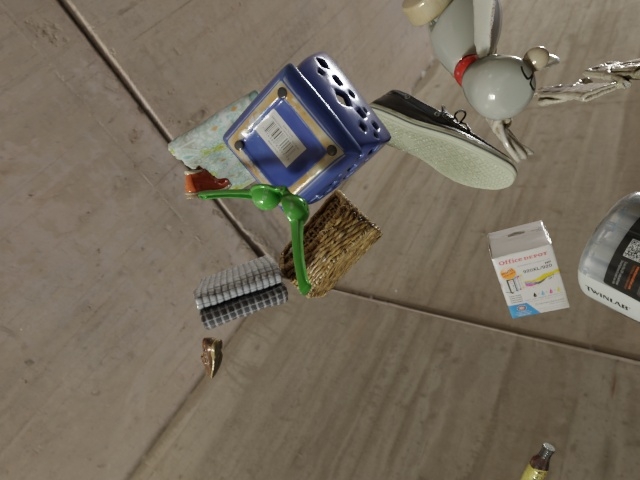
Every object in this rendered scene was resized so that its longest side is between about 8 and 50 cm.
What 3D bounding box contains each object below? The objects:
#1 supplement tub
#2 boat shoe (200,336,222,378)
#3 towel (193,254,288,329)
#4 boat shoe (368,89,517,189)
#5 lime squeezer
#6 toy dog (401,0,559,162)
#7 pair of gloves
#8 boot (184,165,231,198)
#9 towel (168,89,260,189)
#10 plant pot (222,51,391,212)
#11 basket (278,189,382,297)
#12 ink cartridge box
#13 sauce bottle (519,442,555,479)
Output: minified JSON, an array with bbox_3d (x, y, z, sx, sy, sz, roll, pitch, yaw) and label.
[{"bbox_3d":[0.586,0.071,0.591,0.207,0.338,0.206,-14,-59,-25],"label":"supplement tub"},{"bbox_3d":[-0.369,0.391,1.404,0.064,0.060,0.177,-58,-18,-55],"label":"boat shoe"},{"bbox_3d":[-0.226,0.144,1.168,0.235,0.284,0.121,-20,-83,-13],"label":"towel"},{"bbox_3d":[0.361,-0.317,1.256,0.156,0.501,0.186,-51,-22,-17],"label":"boat shoe"},{"bbox_3d":[-0.083,-0.041,0.677,0.059,0.310,0.109,21,-76,-54],"label":"lime squeezer"},{"bbox_3d":[0.244,-0.291,0.579,0.220,0.161,0.333,21,-139,-46],"label":"toy dog"},{"bbox_3d":[0.625,-0.352,0.938,0.241,0.204,0.042,-22,-69,-4],"label":"pair of gloves"},{"bbox_3d":[-0.312,-0.169,1.162,0.158,0.059,0.084,-26,-68,-55],"label":"boot"},{"bbox_3d":[-0.261,-0.307,1.375,0.090,0.321,0.374,61,-172,18],"label":"towel"},{"bbox_3d":[-0.033,-0.204,0.825,0.236,0.236,0.212,51,-150,-4],"label":"plant pot"},{"bbox_3d":[0.000,0.000,1.261,0.299,0.223,0.213,-47,-17,10],"label":"basket"},{"bbox_3d":[0.644,0.088,1.305,0.232,0.172,0.168,63,-155,-19],"label":"ink cartridge box"},{"bbox_3d":[0.499,0.523,0.958,0.042,0.042,0.128,-11,-59,-51],"label":"sauce bottle"}]
